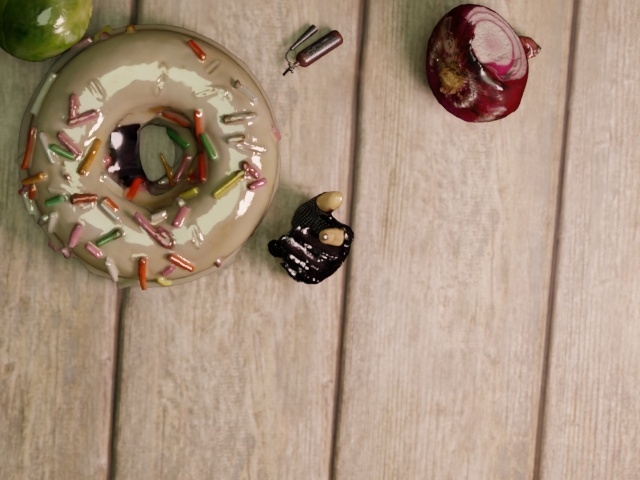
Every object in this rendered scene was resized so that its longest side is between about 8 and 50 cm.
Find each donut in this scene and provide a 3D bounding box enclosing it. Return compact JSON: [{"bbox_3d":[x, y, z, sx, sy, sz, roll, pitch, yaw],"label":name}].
[{"bbox_3d":[-0.235,-0.118,1.701,0.382,0.142,0.383,-1,94,-11],"label":"donut"}]

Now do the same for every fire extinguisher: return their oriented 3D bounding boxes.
[{"bbox_3d":[-0.018,-0.282,1.785,0.100,0.032,0.046,-34,111,-13],"label":"fire extinguisher"}]

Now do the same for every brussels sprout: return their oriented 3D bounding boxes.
[{"bbox_3d":[-0.378,-0.310,1.662,0.155,0.155,0.118,-20,127,-9],"label":"brussels sprout"}]

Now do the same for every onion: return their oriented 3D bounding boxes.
[{"bbox_3d":[0.238,-0.257,1.804,0.198,0.135,0.173,-18,84,-48],"label":"onion"}]

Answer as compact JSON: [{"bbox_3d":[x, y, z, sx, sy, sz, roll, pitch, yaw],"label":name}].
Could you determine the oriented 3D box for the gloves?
[{"bbox_3d":[0.000,0.003,1.739,0.129,0.180,0.106,-41,102,-5],"label":"gloves"}]
